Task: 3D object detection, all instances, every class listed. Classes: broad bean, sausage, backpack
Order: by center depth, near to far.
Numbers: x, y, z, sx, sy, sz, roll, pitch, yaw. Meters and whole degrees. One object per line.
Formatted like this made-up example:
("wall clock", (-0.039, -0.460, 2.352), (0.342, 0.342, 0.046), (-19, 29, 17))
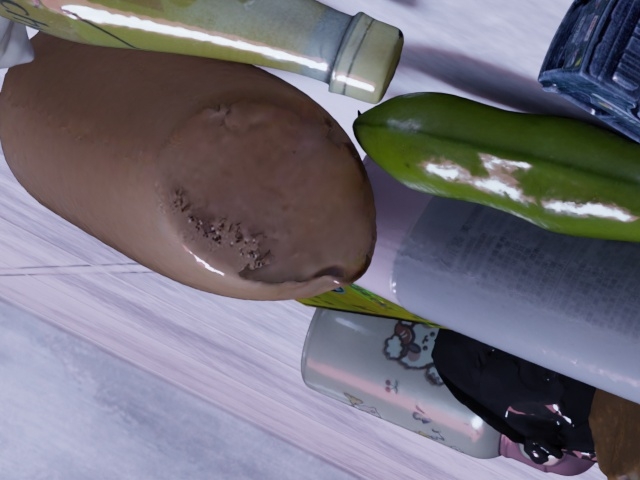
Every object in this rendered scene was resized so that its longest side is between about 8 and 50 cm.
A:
("broad bean", (0.152, -0.020, 0.932), (0.318, 0.056, 0.098), (18, -177, 30))
("sausage", (-0.075, -0.046, 1.055), (0.123, 0.123, 0.253), (32, 176, -33))
("backpack", (0.148, 0.080, 1.311), (0.120, 0.105, 0.165), (6, -159, -40))

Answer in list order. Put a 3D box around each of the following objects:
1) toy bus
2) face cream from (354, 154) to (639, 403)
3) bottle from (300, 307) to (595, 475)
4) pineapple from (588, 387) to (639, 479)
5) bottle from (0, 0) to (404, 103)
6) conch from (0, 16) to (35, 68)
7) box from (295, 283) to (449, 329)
("toy bus", (0.166, -0.047, 0.810), (0.166, 0.047, 0.065), (28, 173, -20))
("face cream", (0.130, 0.017, 1.013), (0.269, 0.107, 0.073), (23, 147, 31))
("bottle", (0.109, 0.103, 1.489), (0.233, 0.110, 0.110), (22, 169, 17))
("pineapple", (0.321, 0.147, 1.126), (0.365, 0.165, 0.165), (27, 169, -25))
("bottle", (-0.091, -0.125, 0.911), (0.270, 0.083, 0.083), (22, 169, 7))
("conch", (-0.258, -0.132, 1.022), (0.255, 0.127, 0.158), (11, 167, -31))
("box", (0.000, 0.000, 1.364), (0.141, 0.064, 0.220), (31, 166, -27))
